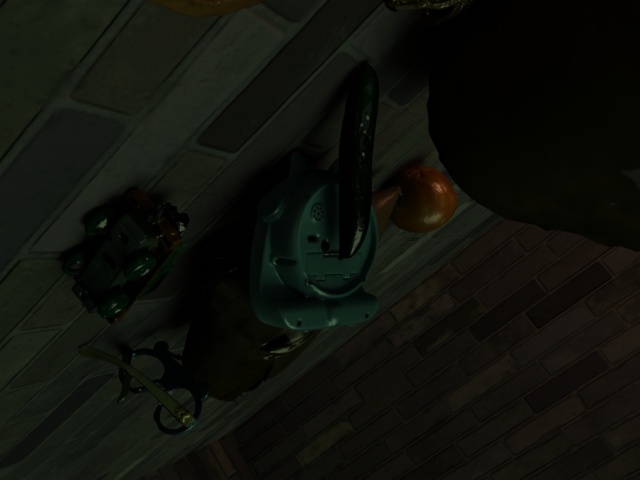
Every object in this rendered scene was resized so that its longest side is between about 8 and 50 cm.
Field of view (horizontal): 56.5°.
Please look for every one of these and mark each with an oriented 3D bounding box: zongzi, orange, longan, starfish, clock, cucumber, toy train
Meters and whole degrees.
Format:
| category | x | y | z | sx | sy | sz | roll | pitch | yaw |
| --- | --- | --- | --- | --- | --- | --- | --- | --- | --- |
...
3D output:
| category | x | y | z | sx | sy | sz | roll | pitch | yaw |
| --- | --- | --- | --- | --- | --- | --- | --- | --- | --- |
| zongzi | -0.062 | 0.128 | 1.239 | 0.467 | 0.218 | 0.500 | -30 | 166 | -35 |
| orange | 0.218 | -0.092 | 1.305 | 0.159 | 0.159 | 0.136 | -28 | 121 | -26 |
| longan | 0.367 | -0.204 | 0.792 | 0.404 | 0.436 | 0.403 | -29 | 125 | -51 |
| starfish | 0.150 | -0.307 | 0.689 | 0.146 | 0.074 | 0.190 | -35 | 167 | -23 |
| clock | 0.000 | 0.000 | 0.930 | 0.224 | 0.273 | 0.094 | -2 | -174 | -45 |
| cucumber | 0.052 | -0.106 | 0.855 | 0.056 | 0.056 | 0.284 | -17 | 118 | -48 |
| toy train | -0.245 | 0.020 | 0.782 | 0.227 | 0.091 | 0.136 | -47 | 171 | 29 |

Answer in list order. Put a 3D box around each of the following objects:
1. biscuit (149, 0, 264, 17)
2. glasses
| category | x | y | z | sx | sy | sz | roll | pitch | yaw |
| --- | --- | --- | --- | --- | --- | --- | --- | --- | --- |
| biscuit | -0.010 | -0.312 | 0.362 | 0.365 | 0.062 | 0.385 | -33 | 164 | -11 |
| glasses | -0.343 | 0.263 | 1.090 | 0.207 | 0.239 | 0.102 | 17 | 102 | -49 |
